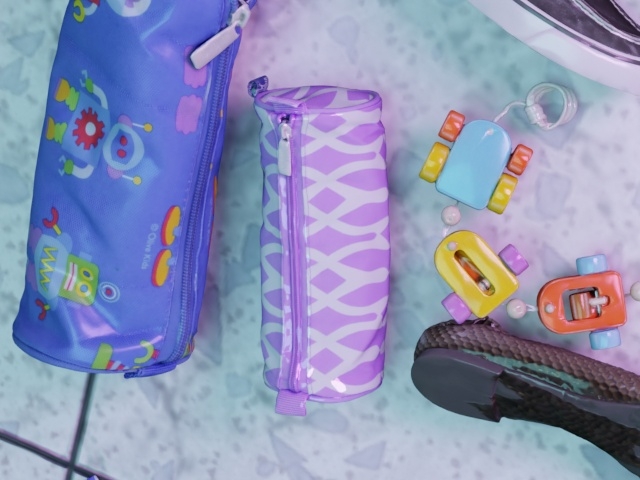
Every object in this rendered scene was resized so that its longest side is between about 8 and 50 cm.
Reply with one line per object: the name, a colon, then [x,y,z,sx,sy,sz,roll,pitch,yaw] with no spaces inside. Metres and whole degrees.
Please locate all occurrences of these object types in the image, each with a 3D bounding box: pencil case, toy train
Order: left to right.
pencil case: [-0.114,-0.057,1.096,0.133,0.119,0.306,28,114,37]
pencil case: [0.000,0.000,1.085,0.086,0.088,0.206,2,104,20]
toy train: [0.127,-0.008,1.059,0.125,0.046,0.166,-14,89,2]

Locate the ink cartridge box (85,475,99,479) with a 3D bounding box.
ink cartridge box: [-0.201,0.305,1.264,0.208,0.045,0.206,-30,90,24]

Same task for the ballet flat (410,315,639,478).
ballet flat: [0.178,0.100,1.058,0.250,0.058,0.084,17,138,15]

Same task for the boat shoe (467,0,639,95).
boat shoe: [0.117,-0.168,1.002,0.219,0.078,0.070,38,115,11]
